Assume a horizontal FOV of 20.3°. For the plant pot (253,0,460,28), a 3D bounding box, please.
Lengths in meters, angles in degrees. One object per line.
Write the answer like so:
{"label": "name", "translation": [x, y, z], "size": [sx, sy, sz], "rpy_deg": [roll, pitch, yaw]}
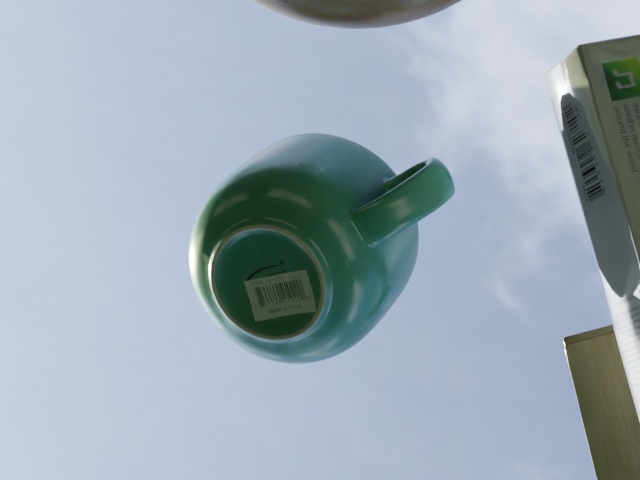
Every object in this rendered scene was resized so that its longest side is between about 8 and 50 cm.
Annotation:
{"label": "plant pot", "translation": [0.021, -0.231, 0.997], "size": [0.236, 0.032, 0.236], "rpy_deg": [0, -72, 0]}

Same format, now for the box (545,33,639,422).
{"label": "box", "translation": [0.303, -0.017, 0.986], "size": [0.322, 0.058, 0.232], "rpy_deg": [-11, -99, -16]}

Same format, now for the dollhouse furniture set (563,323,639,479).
{"label": "dollhouse furniture set", "translation": [0.302, 0.115, 1.166], "size": [0.242, 0.212, 0.161], "rpy_deg": [-17, -105, 19]}

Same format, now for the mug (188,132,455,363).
{"label": "mug", "translation": [-0.009, -0.001, 1.080], "size": [0.129, 0.097, 0.158], "rpy_deg": [31, -62, 8]}
